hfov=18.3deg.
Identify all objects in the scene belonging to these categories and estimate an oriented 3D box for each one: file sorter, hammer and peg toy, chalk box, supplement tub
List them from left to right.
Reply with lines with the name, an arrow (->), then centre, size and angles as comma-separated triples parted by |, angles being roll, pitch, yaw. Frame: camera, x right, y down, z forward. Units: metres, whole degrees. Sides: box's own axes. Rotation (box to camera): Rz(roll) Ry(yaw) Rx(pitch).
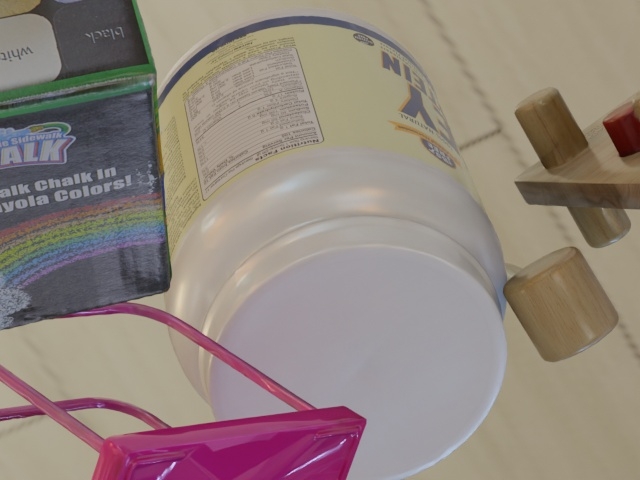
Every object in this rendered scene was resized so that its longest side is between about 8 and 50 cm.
chalk box -> -0.133, -0.069, 0.721 | 0.132, 0.132, 0.213 | -12, 153, -9
file sorter -> -0.143, 0.201, 1.181 | 0.182, 0.202, 0.291 | 31, 110, 34
supplement tub -> 0.000, 0.000, 1.415 | 0.235, 0.325, 0.235 | -5, 123, -8
hammer and peg toy -> 0.239, -0.072, 1.383 | 0.127, 0.361, 0.266 | 59, 166, -12
